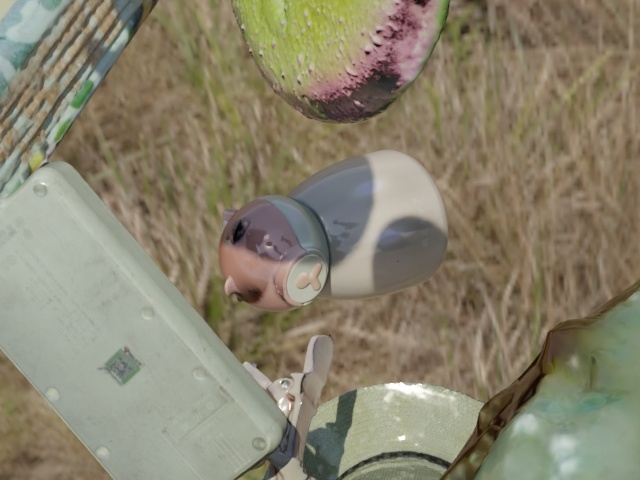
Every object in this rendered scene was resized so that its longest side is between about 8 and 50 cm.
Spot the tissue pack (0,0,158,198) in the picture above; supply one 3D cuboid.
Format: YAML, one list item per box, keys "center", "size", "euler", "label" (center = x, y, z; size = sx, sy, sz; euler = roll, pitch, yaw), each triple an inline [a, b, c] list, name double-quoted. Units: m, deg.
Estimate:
- center: [-0.287, -0.165, 1.355]
  size: [0.228, 0.128, 0.311]
  euler: [13, 58, 30]
  label: "tissue pack"

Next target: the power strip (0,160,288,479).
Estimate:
- center: [-0.138, 0.073, 1.120]
  size: [0.118, 0.046, 0.270]
  euler: [-39, 94, 21]
  label: "power strip"

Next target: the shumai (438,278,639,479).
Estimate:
- center: [0.197, 0.175, 0.683]
  size: [0.323, 0.324, 0.397]
  euler: [23, 103, 45]
  label: "shumai"

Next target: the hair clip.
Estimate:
- center: [-0.024, 0.168, 1.162]
  size: [0.072, 0.034, 0.226]
  euler: [-13, 52, 16]
  label: "hair clip"

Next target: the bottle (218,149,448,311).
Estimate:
- center: [0.000, 0.000, 1.683]
  size: [0.236, 0.147, 0.147]
  euler: [-16, 50, -35]
  label: "bottle"

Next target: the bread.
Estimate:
- center: [-0.001, -0.169, 0.840]
  size: [0.033, 0.228, 0.228]
  euler: [-9, 51, -28]
  label: "bread"

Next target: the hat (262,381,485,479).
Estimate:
- center: [0.064, 0.254, 1.329]
  size: [0.257, 0.257, 0.130]
  euler: [-4, 12, 8]
  label: "hat"
